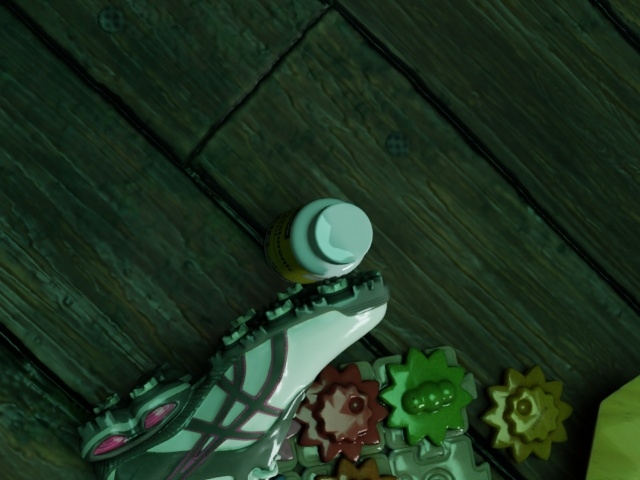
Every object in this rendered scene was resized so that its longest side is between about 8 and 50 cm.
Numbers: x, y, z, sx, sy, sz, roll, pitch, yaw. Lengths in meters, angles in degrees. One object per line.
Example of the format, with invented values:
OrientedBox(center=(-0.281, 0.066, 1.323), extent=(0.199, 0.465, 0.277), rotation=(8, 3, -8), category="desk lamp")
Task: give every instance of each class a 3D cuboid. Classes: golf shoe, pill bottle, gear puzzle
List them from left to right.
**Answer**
OrientedBox(center=(-0.050, 0.120, 1.021), extent=(0.273, 0.105, 0.120), rotation=(-32, 94, 10), category="golf shoe")
OrientedBox(center=(0.000, 0.000, 1.075), extent=(0.065, 0.116, 0.065), rotation=(2, 83, -19), category="pill bottle")
OrientedBox(center=(0.069, 0.180, 1.117), extent=(0.339, 0.044, 0.175), rotation=(-9, 87, -20), category="gear puzzle")

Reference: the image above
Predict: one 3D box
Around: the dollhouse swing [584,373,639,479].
OrientedBox(center=(0.405, 0.299, 1.200), extent=(0.305, 0.315, 0.346), rotation=(8, 79, 24), category="dollhouse swing")
